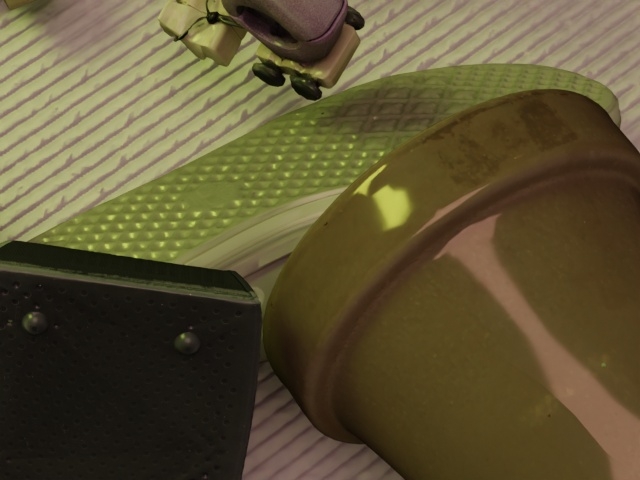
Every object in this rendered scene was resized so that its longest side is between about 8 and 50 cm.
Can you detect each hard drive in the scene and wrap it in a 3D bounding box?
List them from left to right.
[{"bbox_3d":[-0.130,0.114,0.909,0.172,0.254,0.054,8,34,-7],"label":"hard drive"}]

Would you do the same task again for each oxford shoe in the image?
[{"bbox_3d":[0.000,0.000,1.032,0.449,0.169,0.130,-25,121,-18],"label":"oxford shoe"}]

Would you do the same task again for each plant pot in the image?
[{"bbox_3d":[0.132,0.079,0.914,0.263,0.263,0.229,-30,59,-12],"label":"plant pot"}]

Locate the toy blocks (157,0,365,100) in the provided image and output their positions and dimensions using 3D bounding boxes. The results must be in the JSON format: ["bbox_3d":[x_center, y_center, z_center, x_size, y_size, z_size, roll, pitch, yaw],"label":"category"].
[{"bbox_3d":[-0.072,-0.311,0.983,0.289,0.260,0.309,22,75,29],"label":"toy blocks"}]

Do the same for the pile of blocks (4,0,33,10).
[{"bbox_3d":[-0.300,-0.314,1.066,0.113,0.149,0.362,-25,80,-11],"label":"pile of blocks"}]
